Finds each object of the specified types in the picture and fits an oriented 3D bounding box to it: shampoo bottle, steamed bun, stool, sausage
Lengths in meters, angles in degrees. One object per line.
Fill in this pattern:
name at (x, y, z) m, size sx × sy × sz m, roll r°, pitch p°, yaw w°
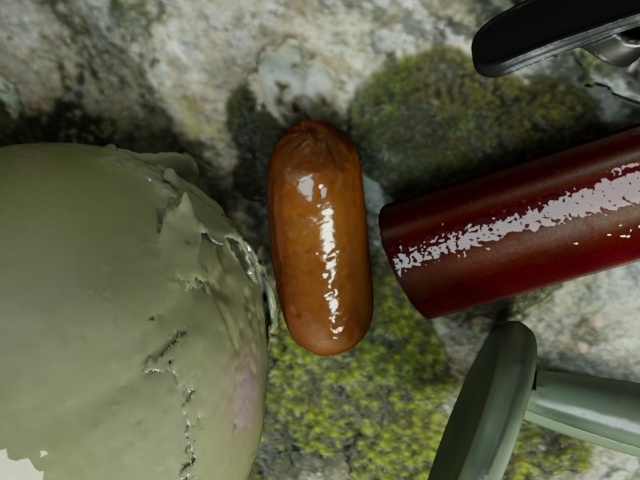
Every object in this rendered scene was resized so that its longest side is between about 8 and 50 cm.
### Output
shampoo bottle at (0.176, -0.019, 0.790) m, size 0.260 × 0.064 × 0.102 m, roll -18°, pitch 124°, yaw 24°
steamed bun at (-0.155, 0.103, 0.799) m, size 0.233 × 0.312 × 0.334 m, roll -13°, pitch 129°, yaw 18°
stool at (0.194, 0.180, 0.856) m, size 0.199 × 0.195 × 0.195 m, roll 20°, pitch 170°, yaw 3°
sausage at (0.000, 0.000, 0.832) m, size 0.076 × 0.076 × 0.197 m, roll 2°, pitch 130°, yaw 9°

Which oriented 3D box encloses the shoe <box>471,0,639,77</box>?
shoe at (0.172, -0.132, 0.703) m, size 0.159 × 0.062 × 0.053 m, roll -18°, pitch 137°, yaw 23°
